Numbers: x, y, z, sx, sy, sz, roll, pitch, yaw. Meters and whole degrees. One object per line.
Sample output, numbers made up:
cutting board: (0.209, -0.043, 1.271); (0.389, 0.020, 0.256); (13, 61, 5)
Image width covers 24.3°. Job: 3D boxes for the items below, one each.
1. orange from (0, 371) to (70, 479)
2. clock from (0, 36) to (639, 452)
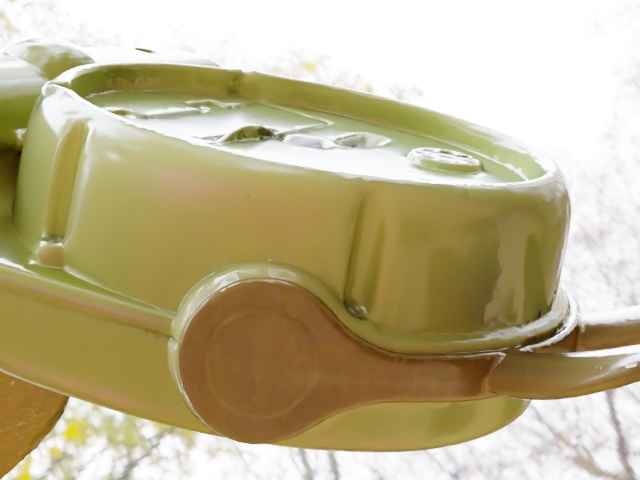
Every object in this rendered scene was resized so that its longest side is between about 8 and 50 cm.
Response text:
orange: (-0.181, 0.014, 0.754); (0.237, 0.179, 0.158); (-41, -24, -35)
clock: (0.000, 0.000, 0.400); (0.170, 0.232, 0.069); (-15, -61, -61)
